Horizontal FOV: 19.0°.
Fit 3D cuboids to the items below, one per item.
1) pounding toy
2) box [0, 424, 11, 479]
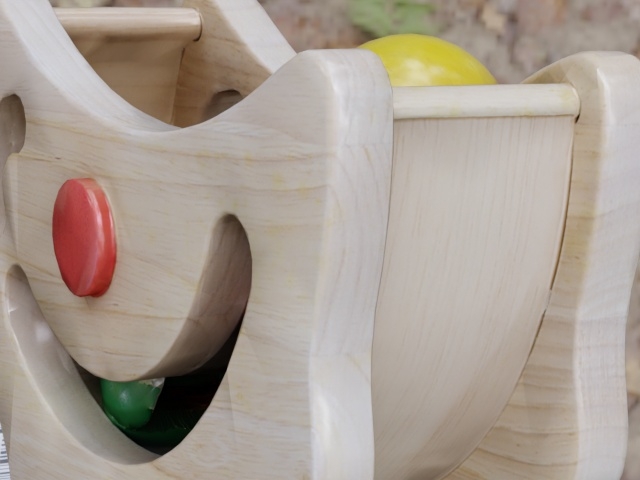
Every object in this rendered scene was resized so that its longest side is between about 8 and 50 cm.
[{"bbox_3d":[0.000,0.000,0.496,0.155,0.269,0.154,-4,84,-30],"label":"pounding toy"},{"bbox_3d":[-0.080,0.158,0.756,0.060,0.244,0.100,-6,51,8],"label":"box"}]
